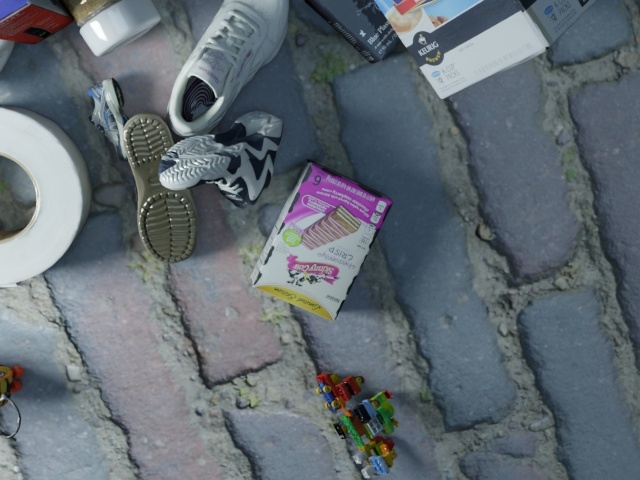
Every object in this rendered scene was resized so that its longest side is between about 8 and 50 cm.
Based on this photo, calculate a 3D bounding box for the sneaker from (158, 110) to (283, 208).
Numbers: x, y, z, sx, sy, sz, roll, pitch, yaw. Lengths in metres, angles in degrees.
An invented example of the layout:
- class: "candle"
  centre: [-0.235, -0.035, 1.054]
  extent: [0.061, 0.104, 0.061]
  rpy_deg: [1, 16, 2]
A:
- class: "sneaker"
  centre: [-0.154, -0.098, 1.323]
  extent: [0.094, 0.235, 0.153]
  rpy_deg: [25, 133, 26]

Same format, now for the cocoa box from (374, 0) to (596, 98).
- class: "cocoa box"
  centre: [0.278, -0.417, 1.215]
  extent: [0.347, 0.231, 0.228]
  rpy_deg: [-44, 104, -29]

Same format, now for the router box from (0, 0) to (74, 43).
- class: "router box"
  centre: [-0.495, -0.440, 1.145]
  extent: [0.082, 0.301, 0.335]
  rpy_deg: [-32, 104, 0]

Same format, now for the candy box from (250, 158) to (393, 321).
- class: "candy box"
  centre: [0.000, 0.000, 1.410]
  extent: [0.159, 0.071, 0.233]
  rpy_deg: [24, 98, -11]

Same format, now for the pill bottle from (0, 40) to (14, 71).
- class: "pill bottle"
  centre: [-0.608, -0.329, 1.232]
  extent: [0.264, 0.146, 0.146]
  rpy_deg: [35, 95, -12]

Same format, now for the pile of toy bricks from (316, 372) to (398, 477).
- class: "pile of toy bricks"
  centre: [0.092, 0.311, 1.477]
  extent: [0.105, 0.118, 0.212]
  rpy_deg: [-32, 95, -33]

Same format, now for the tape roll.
- class: "tape roll"
  centre: [-0.515, -0.073, 1.318]
  extent: [0.286, 0.100, 0.286]
  rpy_deg: [-1, 101, -7]

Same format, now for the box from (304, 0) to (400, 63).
- class: "box"
  centre: [0.085, -0.396, 1.332]
  extent: [0.158, 0.093, 0.156]
  rpy_deg: [41, 94, -11]

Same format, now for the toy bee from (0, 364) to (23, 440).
- class: "toy bee"
  centre: [-0.581, 0.245, 1.363]
  extent: [0.298, 0.162, 0.195]
  rpy_deg: [37, 104, 12]

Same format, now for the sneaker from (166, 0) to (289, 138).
- class: "sneaker"
  centre: [-0.138, -0.287, 1.296]
  extent: [0.114, 0.152, 0.305]
  rpy_deg: [30, 95, -9]

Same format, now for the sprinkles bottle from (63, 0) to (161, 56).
- class: "sprinkles bottle"
  centre: [-0.384, -0.460, 1.247]
  extent: [0.121, 0.121, 0.355]
  rpy_deg: [-31, 103, 0]

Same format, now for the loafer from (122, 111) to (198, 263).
- class: "loafer"
  centre: [-0.255, -0.090, 1.354]
  extent: [0.102, 0.092, 0.268]
  rpy_deg: [-5, 118, -1]

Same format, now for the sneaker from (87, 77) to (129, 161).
- class: "sneaker"
  centre: [-0.343, -0.192, 1.346]
  extent: [0.058, 0.052, 0.135]
  rpy_deg: [-13, 95, 6]
